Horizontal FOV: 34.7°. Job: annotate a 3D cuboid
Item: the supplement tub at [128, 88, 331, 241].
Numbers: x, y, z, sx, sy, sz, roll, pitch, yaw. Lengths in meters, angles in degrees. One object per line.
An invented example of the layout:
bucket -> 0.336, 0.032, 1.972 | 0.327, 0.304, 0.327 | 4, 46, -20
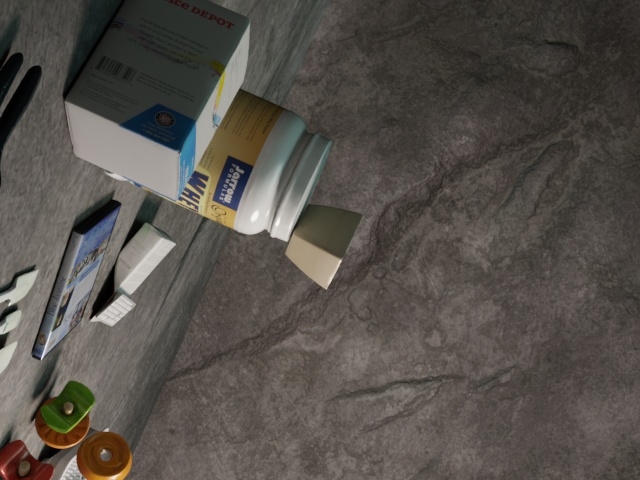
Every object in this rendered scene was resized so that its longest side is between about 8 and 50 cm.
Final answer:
supplement tub -> -0.161, -0.148, 1.765 | 0.228, 0.316, 0.228 | 24, 90, -88

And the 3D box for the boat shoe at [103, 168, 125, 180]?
boat shoe -> -0.273, -0.194, 1.615 | 0.076, 0.083, 0.226 | -59, 173, -83

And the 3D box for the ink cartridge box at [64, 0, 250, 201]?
ink cartridge box -> -0.223, -0.213, 1.438 | 0.168, 0.171, 0.233 | 110, 5, -67

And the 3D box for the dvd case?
dvd case -> -0.417, 0.065, 1.760 | 0.180, 0.022, 0.253 | -63, 177, -69

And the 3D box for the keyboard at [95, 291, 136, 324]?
keyboard -> -0.427, 0.147, 2.143 | 0.072, 0.014, 0.256 | -48, 178, -9

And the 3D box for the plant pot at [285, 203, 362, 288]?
plant pot -> 0.000, 0.000, 1.798 | 0.109, 0.096, 0.109 | -64, 180, -36

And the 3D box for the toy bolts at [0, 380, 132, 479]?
toy bolts -> -0.485, 0.415, 1.901 | 0.228, 0.218, 0.158 | -42, 170, -37

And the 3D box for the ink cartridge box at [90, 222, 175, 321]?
ink cartridge box -> -0.401, 0.068, 2.125 | 0.225, 0.056, 0.181 | -47, 177, -3

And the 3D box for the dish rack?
dish rack -> -0.593, 0.562, 2.290 | 0.333, 0.072, 0.286 | -48, 163, -84

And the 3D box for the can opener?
can opener -> -0.351, -0.115, 1.083 | 0.059, 0.073, 0.186 | 32, 76, -49

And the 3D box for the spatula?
spatula -> -0.463, 0.136, 1.430 | 0.242, 0.019, 0.168 | -57, 171, -79
